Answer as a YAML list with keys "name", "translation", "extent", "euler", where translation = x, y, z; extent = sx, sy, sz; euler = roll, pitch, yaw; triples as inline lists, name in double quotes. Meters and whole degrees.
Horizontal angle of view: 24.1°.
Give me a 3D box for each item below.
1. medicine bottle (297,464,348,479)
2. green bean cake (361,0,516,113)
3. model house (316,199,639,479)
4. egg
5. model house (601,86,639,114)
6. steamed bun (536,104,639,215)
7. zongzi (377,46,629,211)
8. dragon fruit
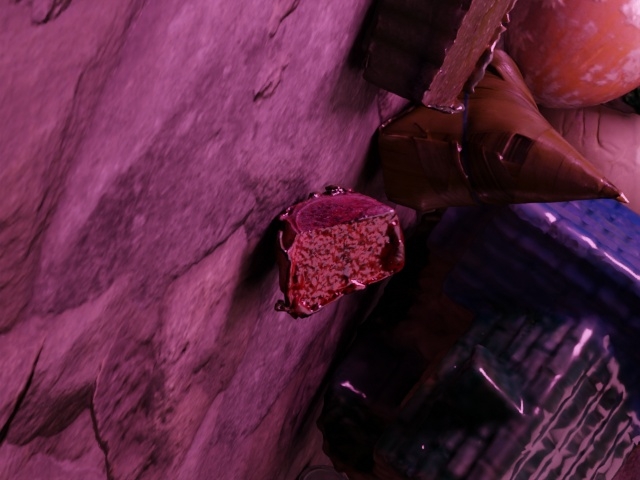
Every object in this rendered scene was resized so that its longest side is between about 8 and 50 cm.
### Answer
- name: "medicine bottle"
  translation: [-0.013, 0.404, 2.069]
  extent: [0.074, 0.074, 0.218]
  euler: [-49, 160, -44]
- name: "green bean cake"
  translation: [0.119, -0.221, 1.454]
  extent: [0.181, 0.094, 0.173]
  euler: [-67, 164, 11]
- name: "model house"
  translation: [0.244, 0.136, 1.764]
  extent: [0.445, 0.395, 0.400]
  euler: [-51, 179, -15]
- name: "egg"
  translation: [0.325, -0.263, 1.769]
  extent: [0.245, 0.203, 0.203]
  euler: [-47, 166, 6]
- name: "model house"
  translation: [0.409, -0.349, 1.975]
  extent: [0.298, 0.243, 0.284]
  euler: [-64, 148, -6]
- name: "steamed bun"
  translation: [0.442, -0.191, 2.276]
  extent: [0.334, 0.233, 0.312]
  euler: [26, 79, -59]
- name: "zongzi"
  translation: [0.232, -0.123, 1.639]
  extent: [0.260, 0.289, 0.123]
  euler: [-48, 133, -47]
- name: "dragon fruit"
  translation: [0.000, 0.000, 1.450]
  extent: [0.147, 0.096, 0.102]
  euler: [-18, 129, -27]
